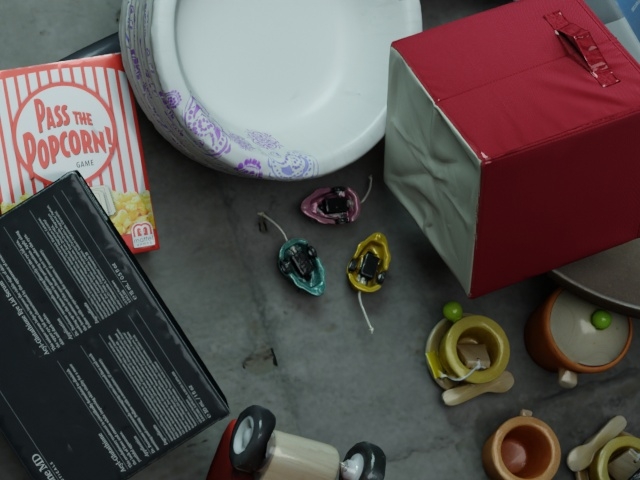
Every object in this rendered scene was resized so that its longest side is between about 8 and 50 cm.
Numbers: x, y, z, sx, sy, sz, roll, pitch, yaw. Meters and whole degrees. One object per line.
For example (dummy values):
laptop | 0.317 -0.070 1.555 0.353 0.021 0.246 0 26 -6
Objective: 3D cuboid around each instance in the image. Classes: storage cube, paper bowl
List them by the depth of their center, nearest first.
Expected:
storage cube | 0.185 -0.094 1.806 0.193 0.215 0.183 -20 50 -17
paper bowl | -0.056 -0.200 1.865 0.284 0.148 0.284 -2 94 -28

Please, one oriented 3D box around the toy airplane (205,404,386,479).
toy airplane | -0.058 0.369 1.696 0.386 0.272 0.384 48 37 12

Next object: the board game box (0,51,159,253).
board game box | -0.243 -0.073 1.838 0.147 0.045 0.193 -11 94 -19

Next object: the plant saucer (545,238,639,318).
plant saucer | 0.321 -0.021 1.945 0.311 0.050 0.310 8 42 -7

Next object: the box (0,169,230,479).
box | -0.229 0.092 1.757 0.184 0.103 0.261 -32 95 -4

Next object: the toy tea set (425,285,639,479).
toy tea set | 0.250 0.191 1.902 0.200 0.124 0.336 -21 84 -20

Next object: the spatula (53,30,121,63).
spatula | -0.297 -0.133 1.863 0.296 0.030 0.084 -30 88 -21

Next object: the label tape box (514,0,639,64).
label tape box | 0.348 -0.211 1.973 0.347 0.115 0.249 57 45 -21

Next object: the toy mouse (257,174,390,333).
toy mouse | 0.000 0.000 1.921 0.143 0.031 0.161 17 73 -12

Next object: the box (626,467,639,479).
box | 0.398 0.336 1.855 0.295 0.073 0.293 62 29 3
